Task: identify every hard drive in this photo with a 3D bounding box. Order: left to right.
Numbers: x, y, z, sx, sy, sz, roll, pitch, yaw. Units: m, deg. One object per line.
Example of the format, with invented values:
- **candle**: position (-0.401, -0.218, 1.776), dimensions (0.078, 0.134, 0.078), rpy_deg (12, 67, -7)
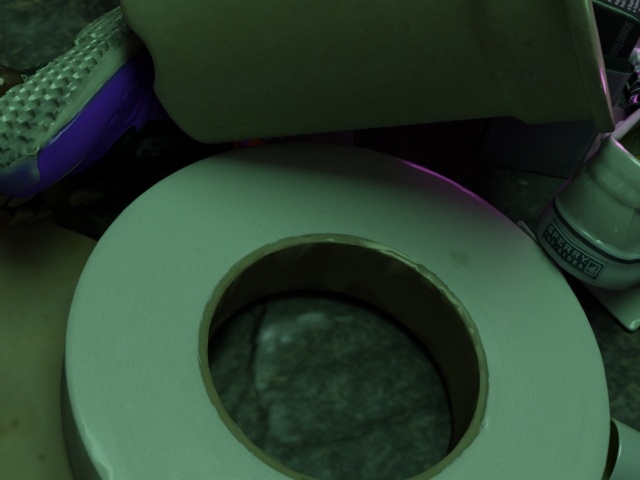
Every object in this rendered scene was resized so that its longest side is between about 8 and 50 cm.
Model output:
- **hard drive**: position (0.198, -0.112, 1.056), dimensions (0.094, 0.135, 0.022), rpy_deg (10, 50, -6)

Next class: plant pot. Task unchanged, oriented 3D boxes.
- **plant pot**: position (0.028, -0.210, 0.888), dimensions (0.305, 0.334, 0.334), rpy_deg (-11, 49, 15)

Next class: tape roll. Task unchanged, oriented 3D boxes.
- **tape roll**: position (0.013, 0.097, 0.870), dimensions (0.392, 0.072, 0.392), rpy_deg (8, 53, -10)

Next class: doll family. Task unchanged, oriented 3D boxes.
- **doll family**: position (-0.254, -0.068, 0.917), dimensions (0.193, 0.076, 0.111), rpy_deg (-3, 66, -61)

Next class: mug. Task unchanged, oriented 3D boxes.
- **mug**: position (0.231, 0.162, 0.894), dimensions (0.064, 0.062, 0.078), rpy_deg (19, 56, -9)

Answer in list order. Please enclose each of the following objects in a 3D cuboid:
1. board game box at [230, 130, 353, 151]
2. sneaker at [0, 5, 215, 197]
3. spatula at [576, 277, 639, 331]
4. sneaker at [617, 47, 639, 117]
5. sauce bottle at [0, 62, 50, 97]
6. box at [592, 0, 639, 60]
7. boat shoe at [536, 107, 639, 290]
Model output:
- **board game box**: position (-0.024, -0.123, 1.077), dimensions (0.103, 0.026, 0.154), rpy_deg (8, 50, -9)
- **sneaker**: position (-0.144, -0.088, 0.934), dimensions (0.146, 0.102, 0.293), rpy_deg (60, 28, -21)
- **spatula**: position (0.342, 0.062, 1.030), dimensions (0.168, 0.019, 0.242), rpy_deg (-28, 63, -33)
- **sneaker**: position (0.305, -0.144, 1.174), dimensions (0.069, 0.038, 0.098), rpy_deg (-24, 61, -31)
- **sauce bottle**: position (-0.278, -0.120, 0.999), dimensions (0.128, 0.042, 0.042), rpy_deg (-14, 57, -27)
- **box**: position (0.156, -0.229, 1.120), dimensions (0.270, 0.165, 0.143), rpy_deg (24, 50, 5)
- **boat shoe**: position (0.318, -0.086, 1.011), dimensions (0.367, 0.156, 0.136), rpy_deg (-20, 55, -46)
